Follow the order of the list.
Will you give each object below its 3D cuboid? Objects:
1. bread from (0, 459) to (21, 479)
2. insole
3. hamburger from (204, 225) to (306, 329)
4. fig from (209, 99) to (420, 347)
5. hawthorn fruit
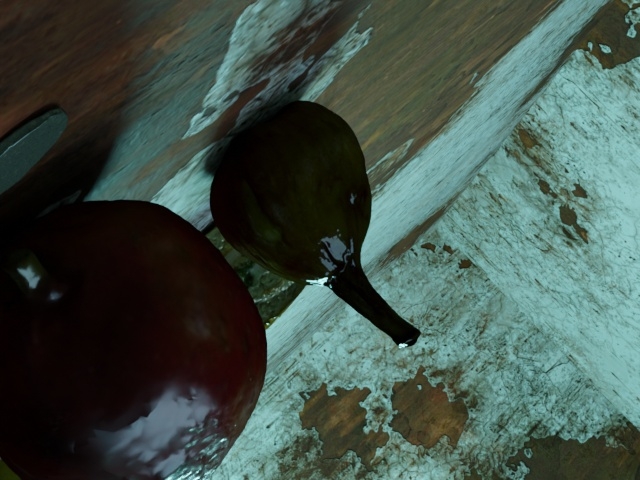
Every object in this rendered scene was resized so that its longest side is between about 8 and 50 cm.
[{"bbox_3d":[-0.374,0.478,1.558,0.264,0.239,0.395,1,136,-16],"label":"bread"},{"bbox_3d":[-0.255,-0.029,0.854,0.192,0.010,0.063,-42,171,-9],"label":"insole"},{"bbox_3d":[-0.093,0.044,1.570,0.283,0.144,0.156,-44,173,-17],"label":"hamburger"},{"bbox_3d":[0.000,-0.020,1.292,0.191,0.290,0.190,-26,144,-21],"label":"fig"},{"bbox_3d":[-0.183,0.085,1.003,0.265,0.265,0.307,-42,150,-16],"label":"hawthorn fruit"}]
